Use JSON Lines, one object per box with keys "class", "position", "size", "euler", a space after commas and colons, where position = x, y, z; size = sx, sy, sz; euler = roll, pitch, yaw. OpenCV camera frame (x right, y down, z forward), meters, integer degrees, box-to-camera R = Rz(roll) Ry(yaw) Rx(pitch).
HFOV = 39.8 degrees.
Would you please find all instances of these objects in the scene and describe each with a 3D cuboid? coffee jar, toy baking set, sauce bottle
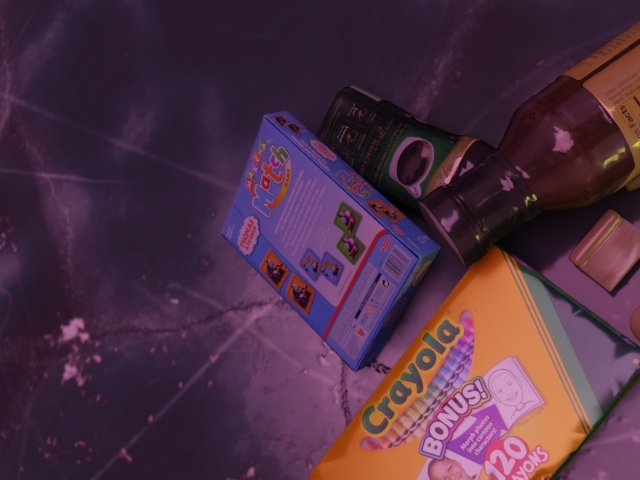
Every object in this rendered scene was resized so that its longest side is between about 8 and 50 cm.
{"class": "coffee jar", "position": [0.088, -0.074, 0.852], "size": [0.184, 0.079, 0.096], "euler": [29, 97, 25]}
{"class": "toy baking set", "position": [0.351, -0.007, 0.762], "size": [0.256, 0.030, 0.196], "euler": [-28, 74, 16]}
{"class": "sauce bottle", "position": [0.241, -0.103, 0.745], "size": [0.344, 0.111, 0.111], "euler": [-33, 70, 2]}

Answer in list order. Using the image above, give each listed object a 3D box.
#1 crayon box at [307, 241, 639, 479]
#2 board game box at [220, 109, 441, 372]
{"class": "crayon box", "position": [0.139, 0.161, 0.789], "size": [0.165, 0.081, 0.278], "euler": [39, 97, 23]}
{"class": "board game box", "position": [0.000, 0.000, 0.857], "size": [0.211, 0.039, 0.160], "euler": [43, 131, 22]}
